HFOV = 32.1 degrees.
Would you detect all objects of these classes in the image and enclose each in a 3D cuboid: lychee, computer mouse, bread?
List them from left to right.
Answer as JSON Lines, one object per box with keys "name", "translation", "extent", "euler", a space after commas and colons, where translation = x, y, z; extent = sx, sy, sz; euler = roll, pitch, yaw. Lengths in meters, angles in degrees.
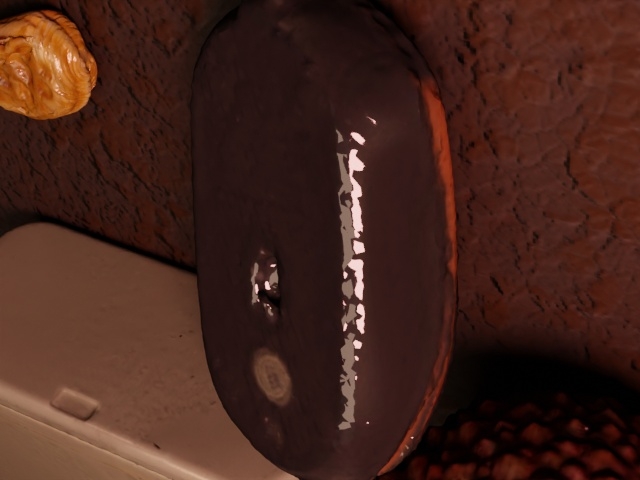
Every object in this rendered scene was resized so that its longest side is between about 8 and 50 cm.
{"name": "bread", "translation": [-0.210, -0.127, 0.814], "extent": [0.110, 0.044, 0.083], "euler": [-2, 130, 40]}
{"name": "computer mouse", "translation": [0.003, -0.001, 0.700], "extent": [0.183, 0.116, 0.323], "euler": [15, 114, 39]}
{"name": "lychee", "translation": [0.155, 0.227, 0.709], "extent": [0.300, 0.264, 0.264], "euler": [18, 138, 40]}

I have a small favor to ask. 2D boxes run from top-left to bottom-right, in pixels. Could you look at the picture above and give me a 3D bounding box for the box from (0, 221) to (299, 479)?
{"name": "box", "translation": [-0.130, 0.193, 0.968], "extent": [0.351, 0.177, 0.344], "euler": [17, 140, 22]}
